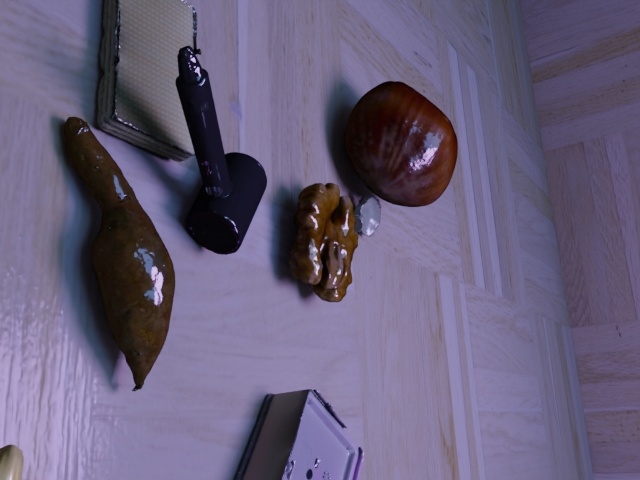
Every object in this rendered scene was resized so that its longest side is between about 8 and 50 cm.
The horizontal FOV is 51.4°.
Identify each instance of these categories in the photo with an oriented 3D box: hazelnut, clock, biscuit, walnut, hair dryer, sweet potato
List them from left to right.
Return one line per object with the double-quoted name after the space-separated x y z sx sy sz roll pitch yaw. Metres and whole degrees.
-0.184 0.006 0.637 0.075 0.075 0.269 -12 85 -59 "sweet potato"
-0.188 -0.197 0.738 0.121 0.041 0.199 20 62 -50 "biscuit"
-0.117 -0.107 0.716 0.248 0.071 0.114 82 20 -46 "hair dryer"
-0.027 0.294 0.784 0.147 0.071 0.192 55 37 -31 "clock"
0.000 0.000 0.942 0.143 0.069 0.170 45 44 -43 "walnut"
0.134 -0.156 1.129 0.212 0.181 0.181 38 0 -15 "hazelnut"

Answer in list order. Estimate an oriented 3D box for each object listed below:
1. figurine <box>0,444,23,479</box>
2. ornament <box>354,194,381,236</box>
-0.261 0.222 0.436 0.083 0.083 0.187 49 50 -38 "figurine"
0.078 -0.042 1.112 0.092 0.041 0.068 13 87 -66 "ornament"
